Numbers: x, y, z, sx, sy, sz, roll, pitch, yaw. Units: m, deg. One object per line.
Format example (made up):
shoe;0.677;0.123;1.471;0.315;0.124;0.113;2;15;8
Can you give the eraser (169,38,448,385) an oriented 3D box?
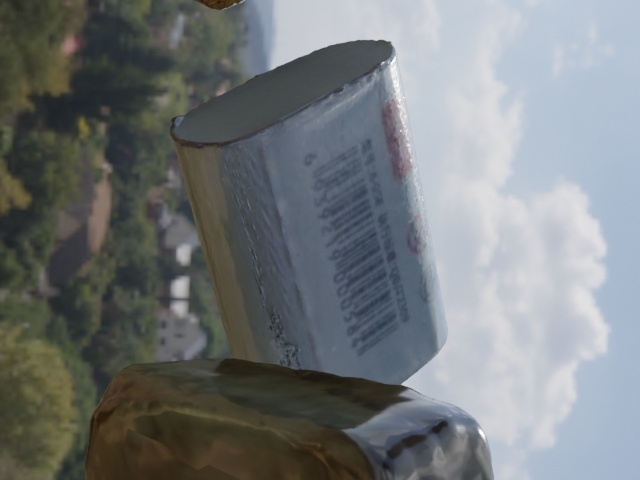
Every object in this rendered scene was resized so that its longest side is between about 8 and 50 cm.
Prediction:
eraser;0.000;0.000;0.879;0.081;0.174;0.227;23;-46;46

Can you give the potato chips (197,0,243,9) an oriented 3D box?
potato chips;-0.234;-0.341;1.367;0.057;0.407;0.080;-52;170;-45

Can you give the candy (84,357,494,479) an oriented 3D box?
candy;-0.026;0.125;0.723;0.104;0.234;0.102;-9;103;-49
